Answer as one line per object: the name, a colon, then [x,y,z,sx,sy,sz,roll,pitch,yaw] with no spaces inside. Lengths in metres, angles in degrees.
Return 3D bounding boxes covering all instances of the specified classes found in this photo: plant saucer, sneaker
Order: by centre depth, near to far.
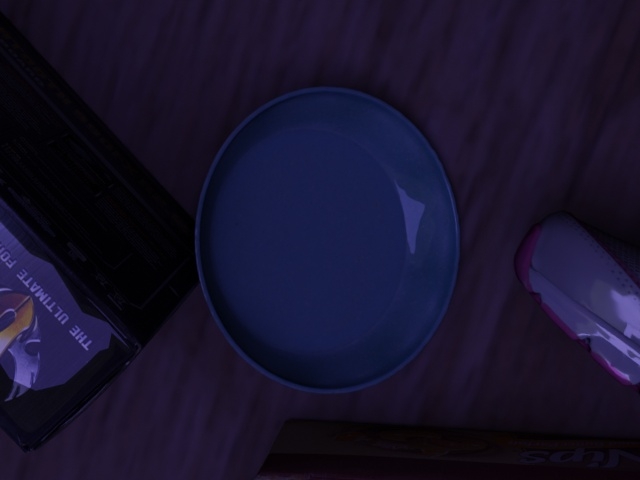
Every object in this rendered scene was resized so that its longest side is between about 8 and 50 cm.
sneaker: [0.198,0.029,0.714,0.252,0.103,0.111,19,97,-4]
plant saucer: [0.000,0.000,0.738,0.119,0.021,0.119,0,89,-30]

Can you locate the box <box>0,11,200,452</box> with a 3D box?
box: [-0.144,-0.045,0.688,0.056,0.183,0.231,-42,94,10]

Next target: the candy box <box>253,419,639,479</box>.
candy box: [0.065,0.238,0.763,0.182,0.087,0.317,3,100,6]
